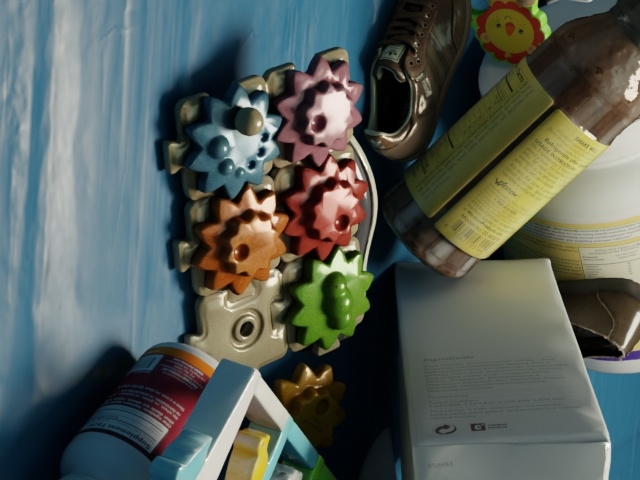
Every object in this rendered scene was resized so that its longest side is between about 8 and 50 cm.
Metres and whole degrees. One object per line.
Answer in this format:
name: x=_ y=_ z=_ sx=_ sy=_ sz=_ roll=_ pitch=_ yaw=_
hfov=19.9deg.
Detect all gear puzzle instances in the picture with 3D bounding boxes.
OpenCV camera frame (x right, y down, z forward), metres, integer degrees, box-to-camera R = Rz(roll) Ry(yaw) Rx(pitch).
gear puzzle: x=-0.025 y=0.032 z=1.395 sx=0.175 sy=0.044 sz=0.339 roll=-22 pitch=121 yaw=-33

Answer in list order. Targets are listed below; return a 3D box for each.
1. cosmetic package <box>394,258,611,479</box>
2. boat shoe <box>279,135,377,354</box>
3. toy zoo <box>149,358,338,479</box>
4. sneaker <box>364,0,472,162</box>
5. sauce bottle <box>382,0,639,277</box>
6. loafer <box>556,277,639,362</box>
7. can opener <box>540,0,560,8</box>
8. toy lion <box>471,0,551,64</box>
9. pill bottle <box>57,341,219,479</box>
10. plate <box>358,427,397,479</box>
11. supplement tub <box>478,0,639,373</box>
cosmetic package: x=0.145 y=0.177 z=1.543 sx=0.385 sy=0.156 sz=0.217 roll=-86 pitch=174 yaw=-68
boat shoe: x=0.000 y=0.000 z=1.467 sx=0.065 sy=0.075 sz=0.206 roll=-48 pitch=143 yaw=-51
toy zoo: x=-0.068 y=0.207 z=1.286 sx=0.192 sy=0.030 sz=0.293 roll=-66 pitch=156 yaw=-18
sneaker: x=0.082 y=-0.162 z=1.576 sx=0.071 sy=0.066 sz=0.188 roll=13 pitch=87 yaw=-61
sauce bottle: x=0.206 y=-0.111 z=1.576 sx=0.344 sy=0.111 sz=0.111 roll=-42 pitch=160 yaw=20
loafer: x=0.214 y=0.085 z=1.752 sx=0.080 sy=0.220 sz=0.078 roll=50 pitch=49 yaw=-28
can opener: x=0.275 y=-0.213 z=1.951 sx=0.186 sy=0.073 sz=0.059 roll=68 pitch=2 yaw=-50
toy lion: x=0.168 y=-0.212 z=1.693 sx=0.034 sy=0.100 sz=0.096 roll=-49 pitch=155 yaw=-46
pill bottle: x=-0.125 y=0.147 z=1.264 sx=0.152 sy=0.086 sz=0.086 roll=-52 pitch=141 yaw=-41
plate: x=0.057 y=0.354 z=1.611 sx=0.277 sy=0.045 sz=0.278 roll=-95 pitch=-179 yaw=-61
supplement tub: x=0.286 y=-0.053 z=1.809 sx=0.241 sy=0.241 sz=0.331 roll=-60 pitch=147 yaw=-34
